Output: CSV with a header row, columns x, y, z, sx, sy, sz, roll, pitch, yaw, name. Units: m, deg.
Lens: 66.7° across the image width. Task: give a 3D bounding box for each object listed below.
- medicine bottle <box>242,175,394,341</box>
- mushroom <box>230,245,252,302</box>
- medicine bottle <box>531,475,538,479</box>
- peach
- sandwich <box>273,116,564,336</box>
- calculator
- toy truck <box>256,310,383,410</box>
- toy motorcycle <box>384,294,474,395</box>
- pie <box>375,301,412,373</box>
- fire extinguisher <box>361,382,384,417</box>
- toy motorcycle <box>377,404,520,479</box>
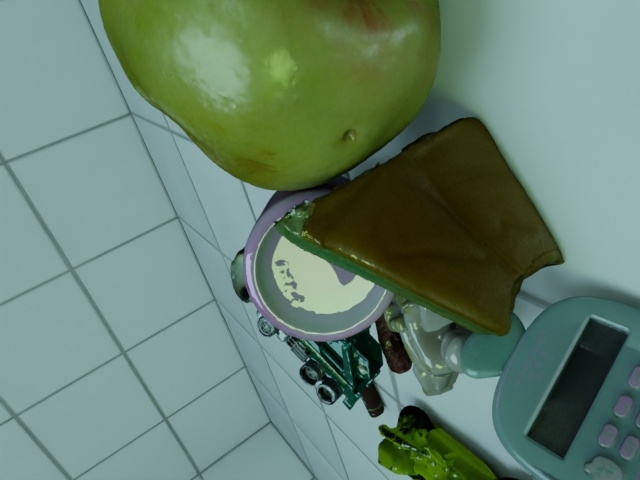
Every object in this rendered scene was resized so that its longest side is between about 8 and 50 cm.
x,y,z,sx,sy,sz,roll,pitch,yaw,name
0.000,0.000,0.664,0.291,0.178,0.178,-95,-20,-77,medicine bottle
-0.031,0.068,0.938,0.267,0.164,0.190,5,118,39,mushroom
0.342,0.316,0.599,0.140,0.079,0.079,36,148,45,medicine bottle
-0.042,-0.203,0.495,0.314,0.281,0.315,37,169,0,peach
0.114,0.009,0.485,0.212,0.245,0.063,59,161,2,sandwich
0.266,0.149,0.433,0.299,0.185,0.041,23,167,44,calculator
0.009,0.149,0.775,0.216,0.110,0.116,45,124,11,toy truck
0.149,0.093,0.645,0.341,0.108,0.223,79,174,-47,toy motorcycle
0.122,0.152,0.825,0.154,0.036,0.154,-16,-90,-74,pie
0.107,0.351,1.176,0.158,0.043,0.064,66,-161,-13,fire extinguisher
0.247,0.460,0.901,0.342,0.142,0.206,23,100,55,toy motorcycle
